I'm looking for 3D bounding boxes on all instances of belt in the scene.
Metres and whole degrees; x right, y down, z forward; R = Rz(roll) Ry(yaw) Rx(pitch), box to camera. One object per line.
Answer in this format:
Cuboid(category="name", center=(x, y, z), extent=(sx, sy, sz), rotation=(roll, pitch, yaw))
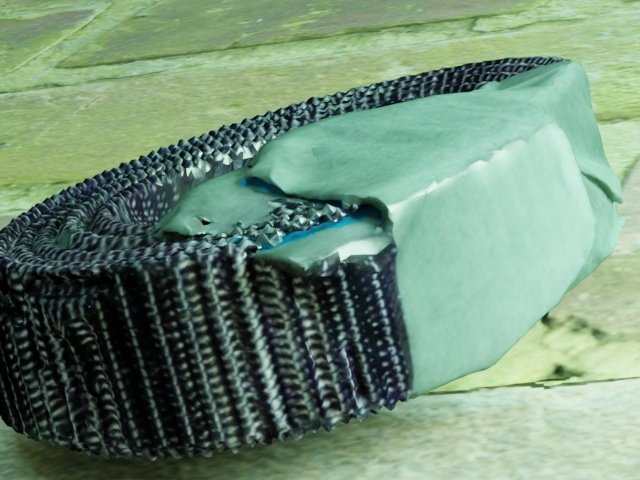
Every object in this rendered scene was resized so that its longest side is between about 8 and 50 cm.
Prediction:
Cuboid(category="belt", center=(0.000, 0.000, 0.821), extent=(0.325, 0.122, 0.260), rotation=(-25, 16, -41))
